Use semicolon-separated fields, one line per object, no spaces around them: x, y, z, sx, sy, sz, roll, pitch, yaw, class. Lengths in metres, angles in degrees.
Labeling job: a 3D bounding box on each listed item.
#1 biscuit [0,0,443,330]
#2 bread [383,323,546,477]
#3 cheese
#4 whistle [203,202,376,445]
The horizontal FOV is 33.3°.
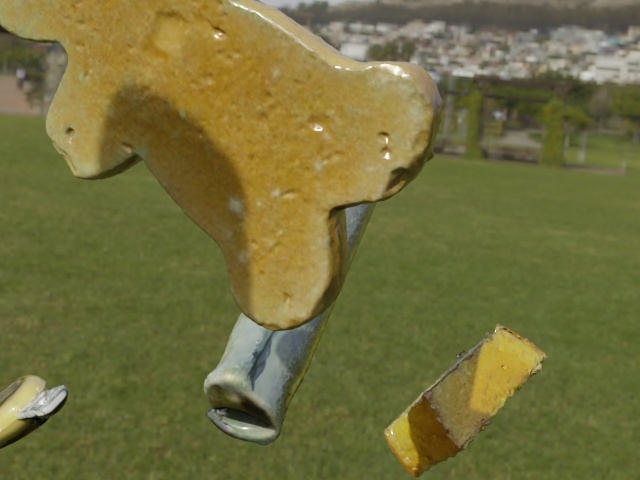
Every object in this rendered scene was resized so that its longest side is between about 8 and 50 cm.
-0.061;-0.080;0.462;0.234;0.153;0.030;39;24;8;biscuit
0.140;0.143;1.012;0.187;0.065;0.103;-35;-10;-33;bread
-0.262;0.150;0.945;0.086;0.036;0.162;-45;15;-34;cheese
0.001;0.000;0.765;0.057;0.068;0.326;30;47;-5;whistle
